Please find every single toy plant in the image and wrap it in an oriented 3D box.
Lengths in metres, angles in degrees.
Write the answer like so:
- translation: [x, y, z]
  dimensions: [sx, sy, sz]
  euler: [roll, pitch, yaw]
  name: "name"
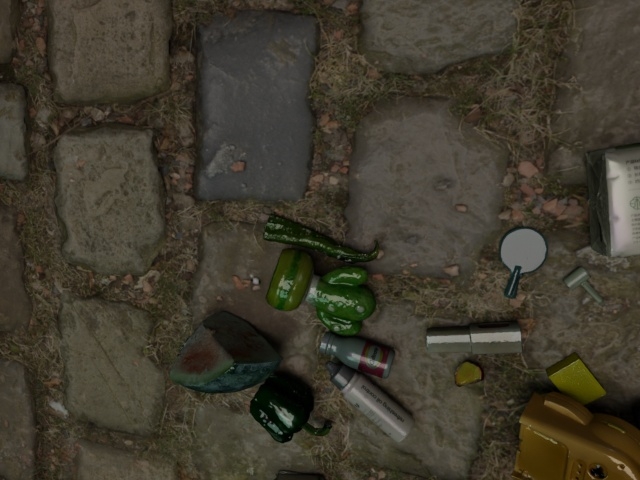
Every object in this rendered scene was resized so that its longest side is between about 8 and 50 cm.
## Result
- translation: [0.011, 0.147, 1.454]
  dimensions: [0.315, 0.184, 0.224]
  euler: [21, 112, -5]
  name: "toy plant"

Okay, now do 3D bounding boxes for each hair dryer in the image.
- translation: [0.708, 0.131, 1.319]
  dimensions: [0.124, 0.038, 0.063]
  euler: [45, 109, -4]
  name: "hair dryer"

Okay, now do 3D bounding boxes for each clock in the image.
- translation: [0.674, 0.554, 1.262]
  dimensions: [0.317, 0.200, 0.244]
  euler: [18, 119, 41]
  name: "clock"

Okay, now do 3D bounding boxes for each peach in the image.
- translation: [0.429, 0.389, 1.426]
  dimensions: [0.077, 0.050, 0.083]
  euler: [27, 97, 33]
  name: "peach"

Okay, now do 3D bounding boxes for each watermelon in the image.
- translation: [-0.307, 0.344, 1.551]
  dimensions: [0.387, 0.228, 0.258]
  euler: [-22, 61, 38]
  name: "watermelon"

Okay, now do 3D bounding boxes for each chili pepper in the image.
- translation: [0.000, 0.000, 1.462]
  dimensions: [0.358, 0.076, 0.085]
  euler: [14, 82, 15]
  name: "chili pepper"
- translation: [-0.089, 0.538, 1.539]
  dimensions: [0.261, 0.165, 0.174]
  euler: [35, 95, 5]
  name: "chili pepper"

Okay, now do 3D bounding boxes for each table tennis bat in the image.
- translation: [0.540, 0.062, 1.350]
  dimensions: [0.124, 0.033, 0.201]
  euler: [15, 101, 14]
  name: "table tennis bat"

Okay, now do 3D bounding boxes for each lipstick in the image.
- translation: [0.428, 0.276, 1.394]
  dimensions: [0.252, 0.079, 0.078]
  euler: [-7, 99, 17]
  name: "lipstick"

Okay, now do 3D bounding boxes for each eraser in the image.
- translation: [0.697, 0.385, 1.357]
  dimensions: [0.097, 0.045, 0.122]
  euler: [-40, 89, 18]
  name: "eraser"

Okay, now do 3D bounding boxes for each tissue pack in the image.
- translation: [0.833, -0.107, 1.156]
  dimensions: [0.356, 0.194, 0.266]
  euler: [-6, 98, 14]
  name: "tissue pack"

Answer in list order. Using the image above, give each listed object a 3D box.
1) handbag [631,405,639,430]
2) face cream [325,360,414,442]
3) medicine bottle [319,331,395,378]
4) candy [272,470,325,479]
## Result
- translation: [0.925, 0.526, 1.253]
  dimensions: [0.181, 0.181, 0.255]
  euler: [-21, 93, 26]
  name: "handbag"
- translation: [0.138, 0.472, 1.501]
  dimensions: [0.311, 0.092, 0.092]
  euler: [39, 107, 7]
  name: "face cream"
- translation: [0.108, 0.337, 1.483]
  dimensions: [0.216, 0.090, 0.091]
  euler: [16, 104, 12]
  name: "medicine bottle"
- translation: [-0.082, 0.841, 1.578]
  dimensions: [0.195, 0.185, 0.137]
  euler: [-1, 95, 15]
  name: "candy"
